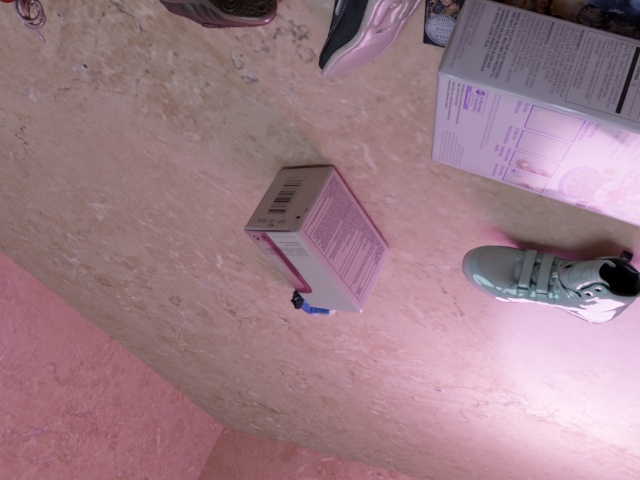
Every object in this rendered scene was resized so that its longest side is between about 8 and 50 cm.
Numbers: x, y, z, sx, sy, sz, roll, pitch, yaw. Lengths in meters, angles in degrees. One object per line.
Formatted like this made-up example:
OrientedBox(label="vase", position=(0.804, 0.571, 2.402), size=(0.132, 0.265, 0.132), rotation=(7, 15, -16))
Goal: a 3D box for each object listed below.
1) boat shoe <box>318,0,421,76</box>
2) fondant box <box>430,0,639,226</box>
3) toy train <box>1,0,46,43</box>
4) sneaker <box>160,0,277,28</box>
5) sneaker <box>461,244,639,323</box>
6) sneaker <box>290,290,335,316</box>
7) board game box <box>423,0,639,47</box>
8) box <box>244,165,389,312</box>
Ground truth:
OrientedBox(label="boat shoe", position=(0.050, -0.270, 0.823), size=(0.079, 0.084, 0.233), rotation=(68, 159, 8))
OrientedBox(label="fondant box", position=(0.292, -0.119, 0.743), size=(0.330, 0.096, 0.238), rotation=(21, 170, 12))
OrientedBox(label="toy train", position=(-0.389, -0.378, 0.980), size=(0.143, 0.105, 0.248), rotation=(11, 148, 15))
OrientedBox(label="sneaker", position=(-0.132, -0.316, 0.914), size=(0.188, 0.066, 0.071), rotation=(23, 169, 20))
OrientedBox(label="sneaker", position=(0.352, 0.043, 1.033), size=(0.255, 0.094, 0.151), rotation=(16, 157, 1))
OrientedBox(label="sneaker", position=(-0.015, 0.129, 1.532), size=(0.084, 0.058, 0.152), rotation=(27, 160, -17))
OrientedBox(label="board game box", position=(0.230, -0.252, 0.707), size=(0.243, 0.042, 0.165), rotation=(18, 150, 17))
OrientedBox(label="box", position=(0.000, 0.000, 1.212), size=(0.126, 0.149, 0.232), rotation=(2, 142, 39))
